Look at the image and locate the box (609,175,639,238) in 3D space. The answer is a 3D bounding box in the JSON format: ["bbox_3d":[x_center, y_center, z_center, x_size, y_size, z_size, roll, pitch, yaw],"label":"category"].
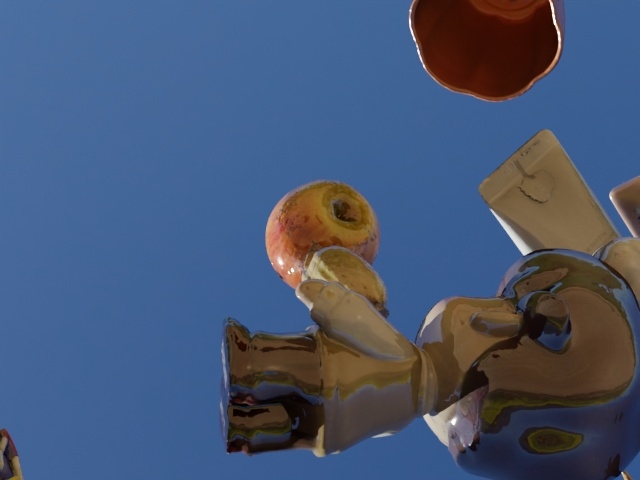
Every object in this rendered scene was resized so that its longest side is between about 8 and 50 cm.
[{"bbox_3d":[0.399,-0.022,1.935,0.048,0.115,0.025,-26,-166,30],"label":"box"}]

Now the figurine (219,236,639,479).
[{"bbox_3d":[0.101,0.108,1.331,0.364,0.218,0.206,6,-155,2],"label":"figurine"}]

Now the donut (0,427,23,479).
[{"bbox_3d":[-0.334,0.229,1.171,0.269,0.270,0.103,-26,-138,-25],"label":"donut"}]

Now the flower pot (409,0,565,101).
[{"bbox_3d":[0.216,-0.291,1.960,0.190,0.191,0.173,10,-146,10],"label":"flower pot"}]

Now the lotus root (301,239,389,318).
[{"bbox_3d":[0.023,0.048,1.606,0.062,0.073,0.150,18,-165,-37],"label":"lotus root"}]

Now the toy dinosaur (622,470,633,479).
[{"bbox_3d":[0.338,0.278,1.339,0.057,0.142,0.212,-24,-99,-43],"label":"toy dinosaur"}]

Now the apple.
[{"bbox_3d":[0.000,0.000,1.943,0.146,0.146,0.146,1,-136,0],"label":"apple"}]

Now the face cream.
[{"bbox_3d":[0.284,0.041,1.609,0.143,0.089,0.314,-38,-83,-40],"label":"face cream"}]
